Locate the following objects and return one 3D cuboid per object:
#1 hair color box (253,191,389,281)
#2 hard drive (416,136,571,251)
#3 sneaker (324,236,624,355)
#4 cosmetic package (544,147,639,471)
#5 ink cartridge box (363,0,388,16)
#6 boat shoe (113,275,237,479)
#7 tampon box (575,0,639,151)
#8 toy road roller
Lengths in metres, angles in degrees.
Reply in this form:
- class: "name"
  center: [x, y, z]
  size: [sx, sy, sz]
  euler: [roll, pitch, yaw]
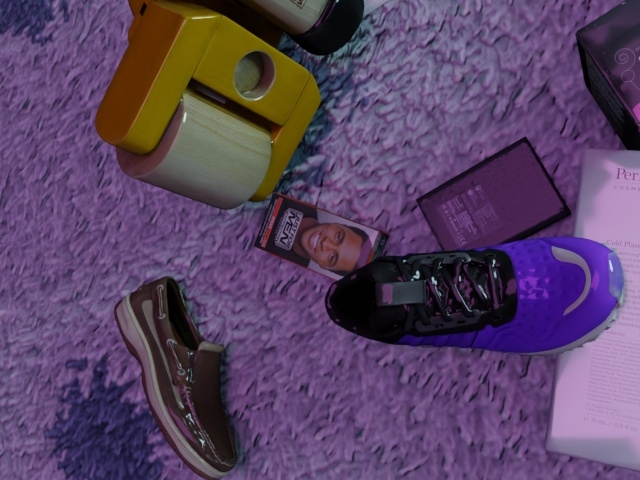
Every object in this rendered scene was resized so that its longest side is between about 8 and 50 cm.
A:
- class: "hair color box"
  center: [0.000, 0.000, 0.815]
  size: [0.141, 0.043, 0.071]
  euler: [21, 92, 23]
- class: "hard drive"
  center: [0.183, -0.037, 0.751]
  size: [0.135, 0.022, 0.094]
  euler: [-30, 74, 18]
- class: "sneaker"
  center: [0.119, 0.055, 0.649]
  size: [0.293, 0.146, 0.102]
  euler: [-15, 70, 47]
- class: "cosmetic package"
  center: [0.408, 0.077, 0.606]
  size: [0.378, 0.097, 0.284]
  euler: [8, 91, 24]
- class: "ink cartridge box"
  center: [0.044, -0.365, 0.840]
  size: [0.146, 0.045, 0.179]
  euler: [-28, 93, 18]
- class: "boat shoe"
  center: [-0.159, 0.155, 0.844]
  size: [0.095, 0.095, 0.257]
  euler: [-36, 73, 10]
- class: "tampon box"
  center: [0.313, -0.155, 0.631]
  size: [0.121, 0.161, 0.101]
  euler: [-32, 74, 18]
- class: "toy road roller"
  center: [-0.130, -0.224, 0.804]
  size: [0.241, 0.203, 0.329]
  euler: [31, 97, 43]
